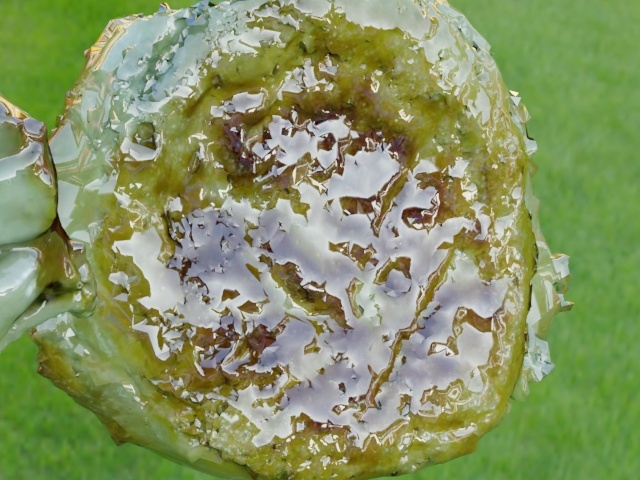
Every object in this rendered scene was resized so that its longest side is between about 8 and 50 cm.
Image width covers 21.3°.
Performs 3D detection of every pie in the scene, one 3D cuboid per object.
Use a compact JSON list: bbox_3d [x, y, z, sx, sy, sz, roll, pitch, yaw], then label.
[{"bbox_3d":[0.000,0.000,0.975,0.354,0.288,0.103,-6,4,-25],"label":"pie"}]

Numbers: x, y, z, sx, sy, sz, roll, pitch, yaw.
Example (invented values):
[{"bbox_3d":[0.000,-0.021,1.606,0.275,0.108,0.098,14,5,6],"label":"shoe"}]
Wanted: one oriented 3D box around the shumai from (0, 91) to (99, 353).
[{"bbox_3d":[-0.158,0.012,0.609,0.142,0.184,0.184,-15,37,-24],"label":"shumai"}]
